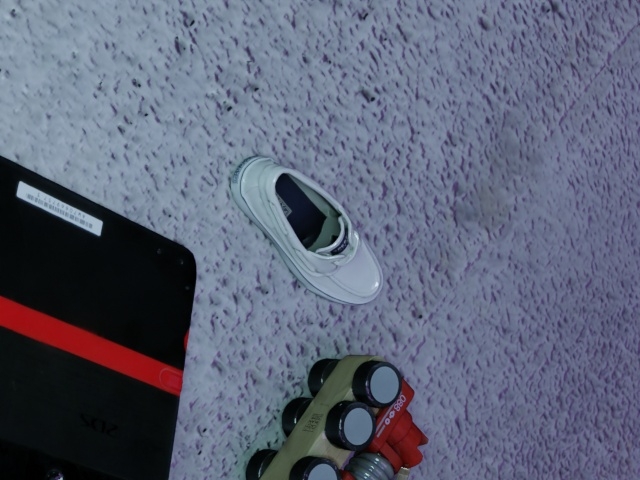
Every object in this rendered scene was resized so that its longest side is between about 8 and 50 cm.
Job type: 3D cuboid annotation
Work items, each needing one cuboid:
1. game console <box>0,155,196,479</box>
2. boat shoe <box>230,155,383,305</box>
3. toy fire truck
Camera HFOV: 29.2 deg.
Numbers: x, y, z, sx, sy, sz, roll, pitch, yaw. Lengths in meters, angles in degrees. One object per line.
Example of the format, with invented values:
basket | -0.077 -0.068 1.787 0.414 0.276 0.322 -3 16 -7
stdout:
game console | -0.289 0.098 1.186 0.386 0.060 0.342 29 53 -39
boat shoe | 0.000 0.000 1.434 0.258 0.084 0.095 40 75 -36
toy fire truck | 0.049 0.288 1.500 0.246 0.158 0.217 48 60 -24
